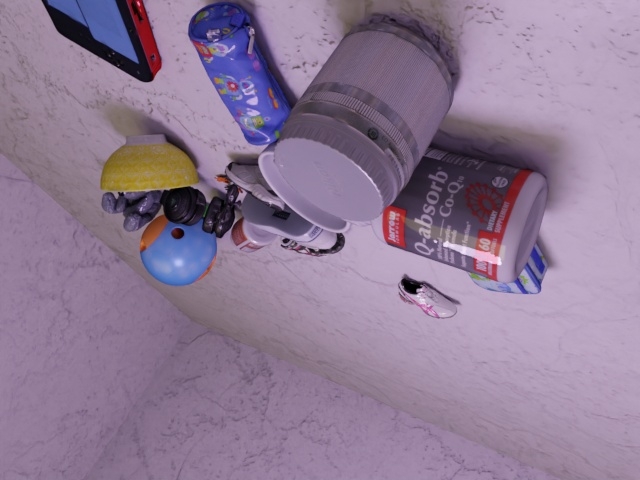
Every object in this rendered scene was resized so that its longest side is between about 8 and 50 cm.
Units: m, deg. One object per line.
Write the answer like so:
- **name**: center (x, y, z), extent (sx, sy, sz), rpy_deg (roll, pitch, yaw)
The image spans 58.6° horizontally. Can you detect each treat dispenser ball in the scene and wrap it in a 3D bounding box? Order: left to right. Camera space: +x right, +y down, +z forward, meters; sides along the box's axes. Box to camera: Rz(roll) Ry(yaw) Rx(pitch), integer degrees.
- **treat dispenser ball**: center (-0.539, 0.030, 2.172), extent (0.288, 0.288, 0.288), rpy_deg (27, 157, 12)

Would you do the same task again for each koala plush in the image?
- **koala plush**: center (-0.683, -0.189, 2.103), extent (0.196, 0.203, 0.221), rpy_deg (36, 139, 21)

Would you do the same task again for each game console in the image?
- **game console**: center (-0.534, -0.547, 1.279), extent (0.342, 0.060, 0.386), rpy_deg (27, 157, 10)

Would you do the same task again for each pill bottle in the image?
- **pill bottle**: center (-0.225, -0.027, 1.875), extent (0.121, 0.121, 0.216), rpy_deg (38, 157, -14)
- **pill bottle**: center (0.225, -0.068, 1.100), extent (0.363, 0.210, 0.210), rpy_deg (19, 154, 28)

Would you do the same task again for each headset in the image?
- **headset**: center (-0.373, -0.119, 1.856), extent (0.243, 0.185, 0.394), rpy_deg (20, -178, -31)

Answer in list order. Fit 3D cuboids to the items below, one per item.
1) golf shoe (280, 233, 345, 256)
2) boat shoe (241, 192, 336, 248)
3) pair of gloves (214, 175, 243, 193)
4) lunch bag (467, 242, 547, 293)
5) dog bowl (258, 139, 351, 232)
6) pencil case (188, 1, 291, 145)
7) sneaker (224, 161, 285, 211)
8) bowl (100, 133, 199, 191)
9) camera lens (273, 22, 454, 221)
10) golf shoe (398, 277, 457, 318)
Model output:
- **golf shoe**: center (0.000, 0.000, 1.708), extent (0.120, 0.105, 0.273), rpy_deg (25, 169, -35)
- **boat shoe**: center (-0.077, -0.055, 1.598), extent (0.367, 0.136, 0.156), rpy_deg (21, 167, 49)
- **pair of gloves**: center (-0.288, -0.176, 1.792), extent (0.074, 0.010, 0.083), rpy_deg (9, 151, 40)
- **lunch bag**: center (0.391, 0.031, 1.257), extent (0.176, 0.090, 0.219), rpy_deg (3, 145, 45)
- **dog bowl**: center (-0.010, -0.143, 1.313), extent (0.265, 0.104, 0.265), rpy_deg (34, 162, 13)
- **pencil case**: center (-0.151, -0.331, 1.159), extent (0.133, 0.119, 0.306), rpy_deg (8, 149, 25)
- **sneaker**: center (-0.165, -0.169, 1.559), extent (0.100, 0.108, 0.271), rpy_deg (28, -178, -45)
- **bowl**: center (-0.521, -0.240, 1.723), extent (0.289, 0.289, 0.156), rpy_deg (9, 106, 43)
- **camera lens**: center (0.076, -0.197, 0.938), extent (0.219, 0.274, 0.219), rpy_deg (26, 157, 12)
- **golf shoe**: center (0.310, 0.170, 1.669), extent (0.186, 0.067, 0.086), rpy_deg (22, 154, 22)
